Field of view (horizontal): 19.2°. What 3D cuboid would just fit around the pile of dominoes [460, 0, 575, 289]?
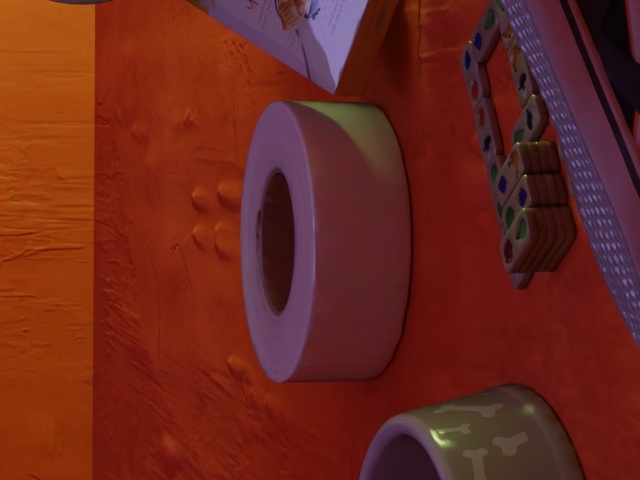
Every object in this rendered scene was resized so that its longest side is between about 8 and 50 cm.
[{"bbox_3d":[0.150,-0.100,1.486,0.196,0.040,0.251,114,150,-55],"label":"pile of dominoes"}]

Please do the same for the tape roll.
[{"bbox_3d":[0.000,0.000,1.897,0.286,0.100,0.286,179,90,-74],"label":"tape roll"}]

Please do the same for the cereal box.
[{"bbox_3d":[-0.021,-0.263,1.827,0.240,0.047,0.173,35,114,39],"label":"cereal box"}]

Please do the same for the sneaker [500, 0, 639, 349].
[{"bbox_3d":[0.211,-0.068,1.163,0.126,0.127,0.321,-124,12,-72],"label":"sneaker"}]

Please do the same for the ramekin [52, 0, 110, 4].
[{"bbox_3d":[-0.229,-0.402,1.921,0.148,0.303,0.303,-43,-37,-62],"label":"ramekin"}]

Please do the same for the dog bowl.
[{"bbox_3d":[0.113,0.289,1.514,0.349,0.102,0.348,179,90,-73],"label":"dog bowl"}]
